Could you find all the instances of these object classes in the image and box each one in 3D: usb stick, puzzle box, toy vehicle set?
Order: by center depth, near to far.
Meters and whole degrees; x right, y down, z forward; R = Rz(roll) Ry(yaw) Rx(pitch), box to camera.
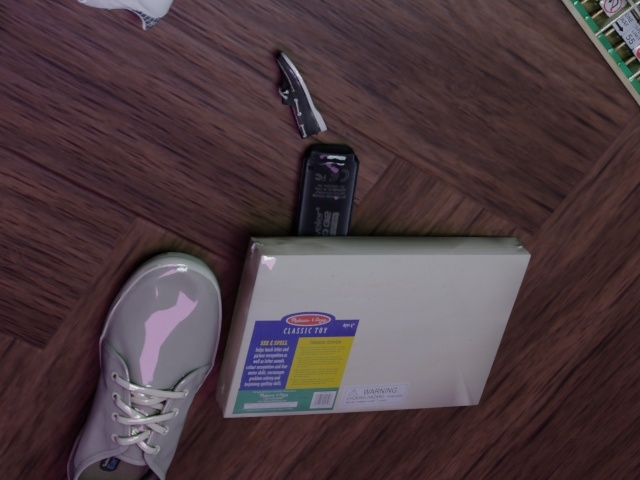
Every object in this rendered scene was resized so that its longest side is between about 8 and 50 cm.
[{"bbox_3d":[0.430,-0.286,1.563,0.166,0.035,0.267,-38,120,13],"label":"toy vehicle set"},{"bbox_3d":[0.000,0.000,1.653,0.077,0.045,0.278,4,121,-6],"label":"usb stick"},{"bbox_3d":[0.072,0.118,1.694,0.408,0.052,0.272,1,122,-24],"label":"puzzle box"}]

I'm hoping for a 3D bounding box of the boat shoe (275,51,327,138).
[{"bbox_3d":[-0.032,-0.181,1.536,0.038,0.046,0.125,-28,131,1],"label":"boat shoe"}]

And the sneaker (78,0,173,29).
[{"bbox_3d":[-0.273,-0.319,1.383,0.235,0.090,0.095,24,126,-20],"label":"sneaker"}]

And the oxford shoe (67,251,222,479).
[{"bbox_3d":[-0.244,0.220,1.695,0.169,0.130,0.449,16,116,-18],"label":"oxford shoe"}]
